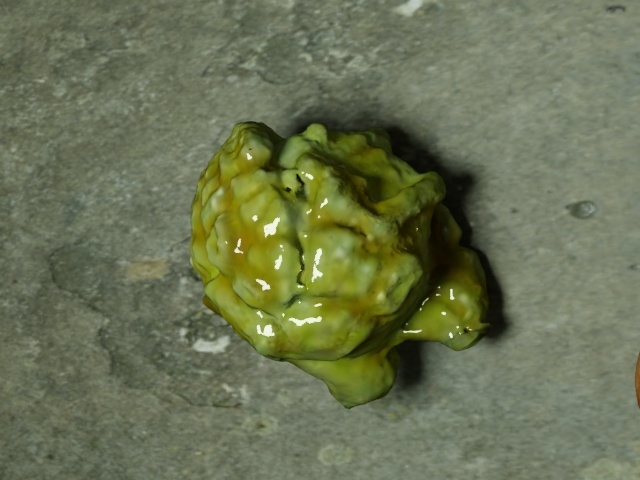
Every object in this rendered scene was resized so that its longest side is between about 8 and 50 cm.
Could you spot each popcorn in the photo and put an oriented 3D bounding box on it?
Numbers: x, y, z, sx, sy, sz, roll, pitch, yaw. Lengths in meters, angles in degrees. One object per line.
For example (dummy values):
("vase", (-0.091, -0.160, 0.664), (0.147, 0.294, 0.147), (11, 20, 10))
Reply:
("popcorn", (0.005, 0.005, 2.047), (0.335, 0.279, 0.274), (42, 101, 40))

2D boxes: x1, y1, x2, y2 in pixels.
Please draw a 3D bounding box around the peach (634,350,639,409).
("peach", (0.407, 0.139, 1.781), (0.232, 0.232, 0.256), (36, 138, 29))
